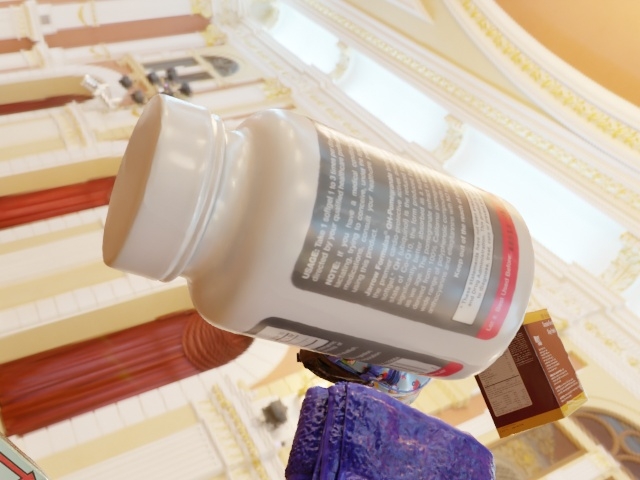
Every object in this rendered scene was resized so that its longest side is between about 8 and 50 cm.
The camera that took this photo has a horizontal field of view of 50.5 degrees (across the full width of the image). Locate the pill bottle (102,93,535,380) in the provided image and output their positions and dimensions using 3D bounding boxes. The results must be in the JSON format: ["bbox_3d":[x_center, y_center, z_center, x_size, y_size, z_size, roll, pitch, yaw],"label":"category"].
[{"bbox_3d":[0.000,0.000,0.550,0.176,0.318,0.176,-41,-140,47],"label":"pill bottle"}]

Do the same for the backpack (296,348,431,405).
[{"bbox_3d":[0.081,0.126,0.853,0.173,0.158,0.117,33,-29,-11],"label":"backpack"}]

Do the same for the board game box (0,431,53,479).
[{"bbox_3d":[-0.281,0.160,0.355,0.046,0.213,0.317,33,-28,22],"label":"board game box"}]

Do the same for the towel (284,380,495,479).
[{"bbox_3d":[0.066,0.284,0.618,0.308,0.227,0.076,-74,-171,-49],"label":"towel"}]

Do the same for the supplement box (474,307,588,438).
[{"bbox_3d":[0.390,0.247,1.294,0.129,0.191,0.194,-29,-107,29],"label":"supplement box"}]
